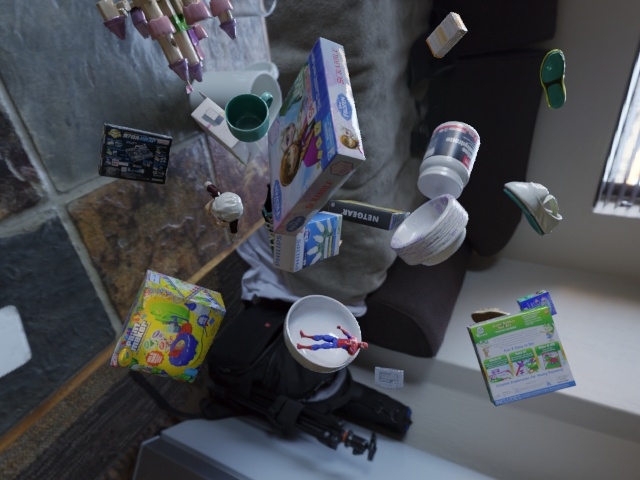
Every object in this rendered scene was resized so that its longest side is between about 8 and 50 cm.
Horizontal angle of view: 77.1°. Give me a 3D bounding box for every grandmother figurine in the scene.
[{"bbox_3d":[-0.326,-0.108,1.355,0.104,0.342,0.208,-41,105,-16],"label":"grandmother figurine"}]

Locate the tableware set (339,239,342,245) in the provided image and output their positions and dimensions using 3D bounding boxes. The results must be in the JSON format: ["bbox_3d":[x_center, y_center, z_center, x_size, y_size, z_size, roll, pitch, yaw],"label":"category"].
[{"bbox_3d":[0.000,0.000,1.746,0.141,0.168,0.020,-33,142,-28],"label":"tableware set"}]

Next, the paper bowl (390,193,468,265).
[{"bbox_3d":[0.406,-0.023,1.459,0.148,0.284,0.284,44,48,-11],"label":"paper bowl"}]

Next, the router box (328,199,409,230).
[{"bbox_3d":[0.226,-0.121,1.860,0.243,0.308,0.081,-9,111,-60],"label":"router box"}]

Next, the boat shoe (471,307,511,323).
[{"bbox_3d":[0.652,0.280,1.514,0.059,0.170,0.063,-27,98,-30],"label":"boat shoe"}]

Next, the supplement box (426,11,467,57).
[{"bbox_3d":[0.349,-0.568,1.115,0.036,0.098,0.062,-8,71,-36],"label":"supplement box"}]

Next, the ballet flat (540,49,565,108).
[{"bbox_3d":[0.817,-0.574,1.418,0.231,0.077,0.077,53,32,-39],"label":"ballet flat"}]

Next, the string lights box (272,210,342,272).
[{"bbox_3d":[-0.033,-0.003,1.184,0.259,0.076,0.134,-19,117,-58],"label":"string lights box"}]

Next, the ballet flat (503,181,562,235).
[{"bbox_3d":[0.866,-0.153,1.618,0.400,0.139,0.139,32,69,-39],"label":"ballet flat"}]

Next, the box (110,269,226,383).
[{"bbox_3d":[-0.527,0.300,1.404,0.279,0.177,0.290,23,96,-24],"label":"box"}]

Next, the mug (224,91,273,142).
[{"bbox_3d":[-0.210,-0.372,1.238,0.097,0.157,0.130,106,-32,-74],"label":"mug"}]

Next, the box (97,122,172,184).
[{"bbox_3d":[-0.648,-0.299,1.408,0.220,0.051,0.175,4,110,-36],"label":"box"}]

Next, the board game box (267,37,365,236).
[{"bbox_3d":[-0.032,-0.221,0.916,0.065,0.318,0.319,8,59,-27],"label":"board game box"}]

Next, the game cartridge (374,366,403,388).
[{"bbox_3d":[0.199,0.402,1.169,0.017,0.083,0.056,20,73,-66],"label":"game cartridge"}]

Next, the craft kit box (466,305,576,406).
[{"bbox_3d":[0.615,0.354,1.243,0.061,0.249,0.247,25,49,-83],"label":"craft kit box"}]

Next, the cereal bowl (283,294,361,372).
[{"bbox_3d":[-0.006,0.410,1.718,0.339,0.339,0.141,-50,175,-45],"label":"cereal bowl"}]

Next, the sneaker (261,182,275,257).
[{"bbox_3d":[-0.155,-0.065,1.409,0.121,0.108,0.302,-15,108,-59],"label":"sneaker"}]

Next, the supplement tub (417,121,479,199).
[{"bbox_3d":[0.503,-0.311,1.583,0.272,0.191,0.191,-65,150,-24],"label":"supplement tub"}]

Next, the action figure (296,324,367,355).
[{"bbox_3d":[0.044,0.386,1.571,0.139,0.280,0.092,80,17,-50],"label":"action figure"}]

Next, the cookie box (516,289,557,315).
[{"bbox_3d":[0.798,0.245,1.484,0.040,0.107,0.092,-32,99,-86],"label":"cookie box"}]

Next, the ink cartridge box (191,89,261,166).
[{"bbox_3d":[-0.464,-0.527,1.897,0.119,0.353,0.207,-48,163,-3],"label":"ink cartridge box"}]

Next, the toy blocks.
[{"bbox_3d":[-0.400,-0.566,1.118,0.289,0.308,0.260,-82,154,-55],"label":"toy blocks"}]
